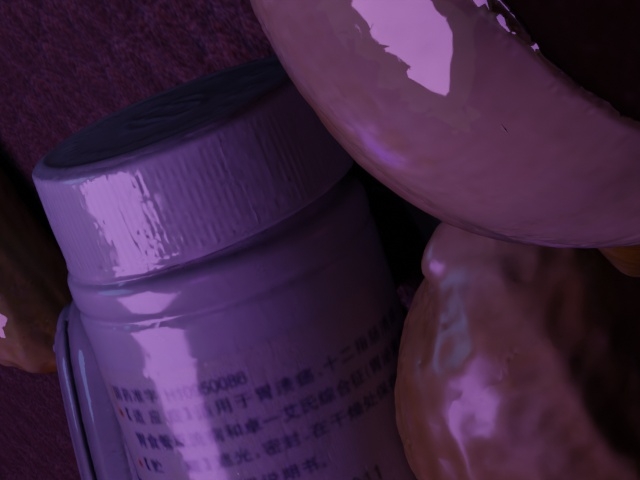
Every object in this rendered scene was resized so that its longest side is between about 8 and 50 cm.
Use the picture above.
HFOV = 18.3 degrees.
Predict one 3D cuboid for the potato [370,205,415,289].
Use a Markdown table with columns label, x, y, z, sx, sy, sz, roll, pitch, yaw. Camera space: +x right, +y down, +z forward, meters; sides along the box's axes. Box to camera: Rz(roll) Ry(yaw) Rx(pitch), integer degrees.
| label | x | y | z | sx | sy | sz | roll | pitch | yaw |
| --- | --- | --- | --- | --- | --- | --- | --- | --- | --- |
| potato | -0.001 | -0.002 | 1.348 | 0.122 | 0.086 | 0.061 | 53 | 143 | 1 |

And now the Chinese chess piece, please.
| label | x | y | z | sx | sy | sz | roll | pitch | yaw |
| --- | --- | --- | --- | --- | --- | --- | --- | --- | --- |
| Chinese chess piece | 0.094 | -0.131 | 0.732 | 0.270 | 0.270 | 0.112 | 55 | 143 | -7 |

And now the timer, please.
| label | x | y | z | sx | sy | sz | roll | pitch | yaw |
| --- | --- | --- | --- | --- | --- | --- | --- | --- | --- |
| timer | -0.155 | 0.168 | 1.702 | 0.237 | 0.087 | 0.262 | 57 | -161 | -82 |

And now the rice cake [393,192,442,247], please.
| label | x | y | z | sx | sy | sz | roll | pitch | yaw |
| --- | --- | --- | --- | --- | --- | --- | --- | --- | --- |
| rice cake | 0.051 | -0.066 | 1.200 | 0.221 | 0.042 | 0.080 | 57 | 161 | -14 |

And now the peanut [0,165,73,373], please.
| label | x | y | z | sx | sy | sz | roll | pitch | yaw |
| --- | --- | --- | --- | --- | --- | --- | --- | --- | --- |
| peanut | -0.342 | -0.001 | 1.909 | 0.319 | 0.147 | 0.147 | 50 | 157 | -2 |

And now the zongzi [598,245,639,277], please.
| label | x | y | z | sx | sy | sz | roll | pitch | yaw |
| --- | --- | --- | --- | --- | --- | --- | --- | --- | --- |
| zongzi | 0.132 | -0.066 | 0.990 | 0.194 | 0.099 | 0.197 | 50 | 164 | 6 |

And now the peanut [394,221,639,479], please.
| label | x | y | z | sx | sy | sz | roll | pitch | yaw |
| --- | --- | --- | --- | --- | --- | --- | --- | --- | --- |
| peanut | 0.137 | 0.127 | 1.154 | 0.174 | 0.158 | 0.340 | -9 | 120 | 47 |

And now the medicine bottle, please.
| label | x | y | z | sx | sy | sz | roll | pitch | yaw |
| --- | --- | --- | --- | --- | --- | --- | --- | --- | --- |
| medicine bottle | -0.040 | 0.067 | 1.226 | 0.190 | 0.190 | 0.332 | 10 | 121 | 58 |
